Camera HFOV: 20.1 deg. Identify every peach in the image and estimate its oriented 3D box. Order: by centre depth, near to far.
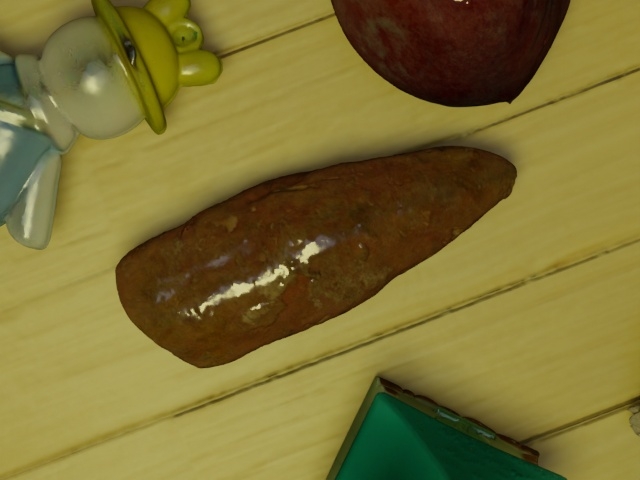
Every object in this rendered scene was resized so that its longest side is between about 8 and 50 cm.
[{"bbox_3d":[0.087,-0.150,1.067,0.152,0.152,0.152,0,93,-1],"label":"peach"}]

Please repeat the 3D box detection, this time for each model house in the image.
[{"bbox_3d":[0.069,0.157,1.073,0.127,0.149,0.100,25,95,-4],"label":"model house"}]

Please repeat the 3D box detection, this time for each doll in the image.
[{"bbox_3d":[-0.177,-0.075,1.081,0.241,0.099,0.135,-26,54,-1],"label":"doll"}]

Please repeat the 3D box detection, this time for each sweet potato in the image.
[{"bbox_3d":[0.000,0.000,1.098,0.251,0.097,0.097,-22,93,-5],"label":"sweet potato"}]

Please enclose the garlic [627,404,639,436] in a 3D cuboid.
[{"bbox_3d":[0.238,0.094,1.112,0.094,0.074,0.113,-28,109,-9],"label":"garlic"}]
